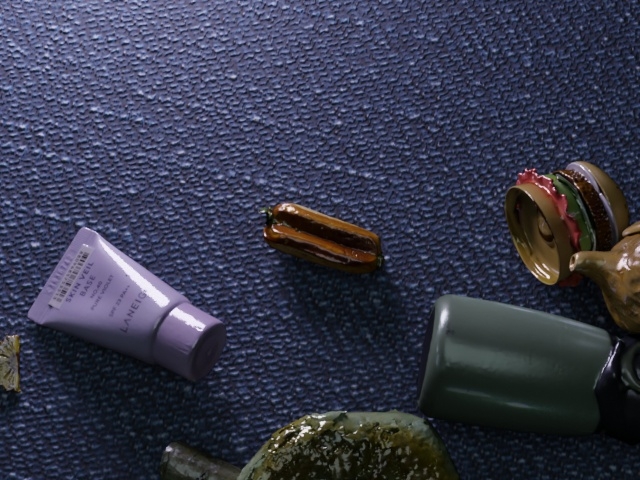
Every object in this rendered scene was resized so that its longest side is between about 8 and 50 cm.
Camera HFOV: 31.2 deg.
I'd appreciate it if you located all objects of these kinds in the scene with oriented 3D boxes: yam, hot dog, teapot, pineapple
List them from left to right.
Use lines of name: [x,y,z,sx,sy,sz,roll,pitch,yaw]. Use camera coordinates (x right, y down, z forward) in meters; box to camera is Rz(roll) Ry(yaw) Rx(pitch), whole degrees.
pineapple: [-0.439,0.172,1.593,0.045,0.019,0.083,-2,77,-2]
yam: [-0.142,0.322,1.516,0.146,0.070,0.070,25,77,9]
hot dog: [0.000,0.000,1.609,0.188,0.055,0.072,20,73,7]
teapot: [0.465,0.018,1.459,0.311,0.203,0.167,-12,83,-12]

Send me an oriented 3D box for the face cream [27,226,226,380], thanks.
face cream: [-0.263,0.096,1.583,0.274,0.096,0.154,24,79,22]

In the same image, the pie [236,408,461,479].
pie: [0.020,0.375,1.470,0.296,0.078,0.371,30,80,-3]

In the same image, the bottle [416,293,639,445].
bottle: [0.306,0.175,1.495,0.347,0.168,0.168,9,75,3]

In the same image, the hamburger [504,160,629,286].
hamburger: [0.343,-0.027,1.553,0.137,0.175,0.175,-20,75,-10]
